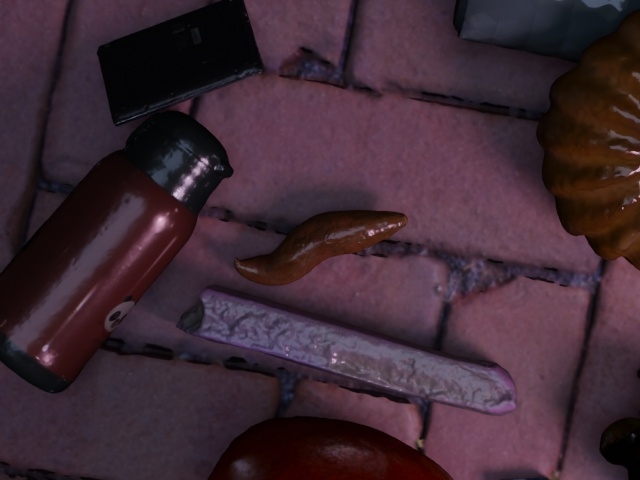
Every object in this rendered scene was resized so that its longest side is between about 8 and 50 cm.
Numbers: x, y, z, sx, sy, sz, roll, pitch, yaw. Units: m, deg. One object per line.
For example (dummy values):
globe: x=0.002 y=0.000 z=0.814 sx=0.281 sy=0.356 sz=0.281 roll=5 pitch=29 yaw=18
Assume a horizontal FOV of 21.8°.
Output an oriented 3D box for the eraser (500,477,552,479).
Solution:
eraser: x=0.236 y=0.314 z=1.882 sx=0.063 sy=0.027 sz=0.084 roll=-3 pitch=92 yaw=4

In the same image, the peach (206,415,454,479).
peach: x=0.024 y=0.341 z=1.782 sx=0.338 sy=0.281 sz=0.281 roll=29 pitch=93 yaw=2

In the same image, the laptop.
laptop: x=-0.160 y=-0.204 z=1.864 sx=0.180 sy=0.016 sz=0.129 roll=-21 pitch=50 yaw=4

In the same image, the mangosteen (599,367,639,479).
mangosteen: x=0.400 y=0.241 z=1.815 sx=0.184 sy=0.172 sz=0.172 roll=22 pitch=93 yaw=28

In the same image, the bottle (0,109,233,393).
bottle: x=-0.235 y=0.004 z=1.849 sx=0.144 sy=0.144 sz=0.336 roll=42 pitch=91 yaw=2

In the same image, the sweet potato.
sweet potato: x=0.001 y=0.001 z=1.878 sx=0.202 sy=0.058 sz=0.055 roll=-22 pitch=133 yaw=7

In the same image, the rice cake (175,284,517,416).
rice cake: x=0.033 y=0.124 z=1.869 sx=0.399 sy=0.070 sz=0.064 roll=15 pitch=88 yaw=2

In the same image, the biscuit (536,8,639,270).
biscuit: x=0.395 y=-0.104 z=1.766 sx=0.326 sy=0.107 sz=0.325 roll=-4 pitch=120 yaw=-7

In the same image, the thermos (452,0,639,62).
thermos: x=0.298 y=-0.276 z=1.800 sx=0.287 sy=0.145 sz=0.182 roll=10 pitch=129 yaw=1
